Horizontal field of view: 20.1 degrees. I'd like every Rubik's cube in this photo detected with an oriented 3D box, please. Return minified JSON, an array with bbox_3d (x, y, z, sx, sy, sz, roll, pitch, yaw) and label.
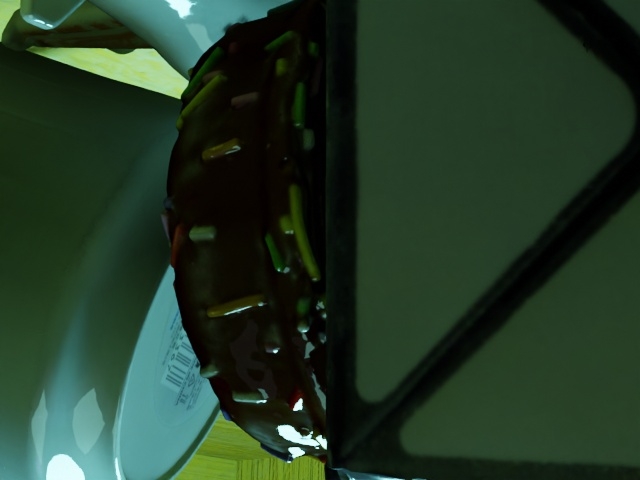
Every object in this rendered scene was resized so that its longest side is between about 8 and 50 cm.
[{"bbox_3d":[0.192,-0.034,0.778,0.310,0.305,0.307,-1,177,24],"label":"Rubik's cube"}]

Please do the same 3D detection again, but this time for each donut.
[{"bbox_3d":[0.000,0.000,0.847,0.089,0.235,0.235,-7,164,20],"label":"donut"}]

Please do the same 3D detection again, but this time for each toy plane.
[{"bbox_3d":[-0.065,-0.132,0.925,0.244,0.117,0.245,1,165,0],"label":"toy plane"}]

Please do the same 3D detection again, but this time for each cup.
[{"bbox_3d":[-0.195,-0.016,1.067,0.326,0.237,0.323,19,-150,15],"label":"cup"}]
